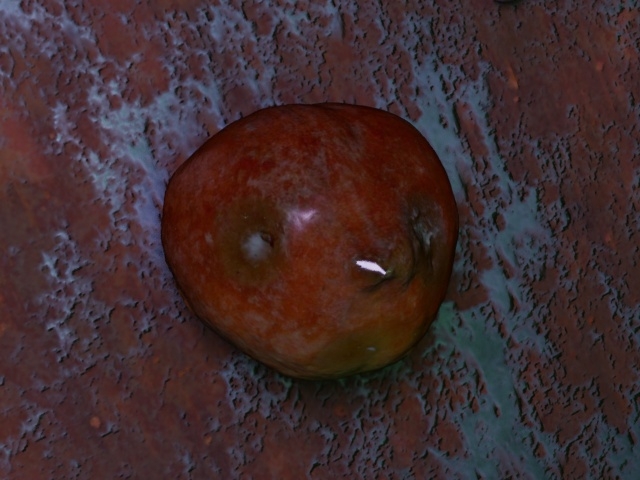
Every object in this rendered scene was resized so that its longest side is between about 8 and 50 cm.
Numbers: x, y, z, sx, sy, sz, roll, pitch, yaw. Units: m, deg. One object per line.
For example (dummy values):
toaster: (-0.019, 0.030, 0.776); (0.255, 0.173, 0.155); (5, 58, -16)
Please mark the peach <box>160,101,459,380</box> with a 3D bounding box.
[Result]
peach: (0.000, 0.000, 1.347); (0.232, 0.256, 0.232); (0, 91, -17)
